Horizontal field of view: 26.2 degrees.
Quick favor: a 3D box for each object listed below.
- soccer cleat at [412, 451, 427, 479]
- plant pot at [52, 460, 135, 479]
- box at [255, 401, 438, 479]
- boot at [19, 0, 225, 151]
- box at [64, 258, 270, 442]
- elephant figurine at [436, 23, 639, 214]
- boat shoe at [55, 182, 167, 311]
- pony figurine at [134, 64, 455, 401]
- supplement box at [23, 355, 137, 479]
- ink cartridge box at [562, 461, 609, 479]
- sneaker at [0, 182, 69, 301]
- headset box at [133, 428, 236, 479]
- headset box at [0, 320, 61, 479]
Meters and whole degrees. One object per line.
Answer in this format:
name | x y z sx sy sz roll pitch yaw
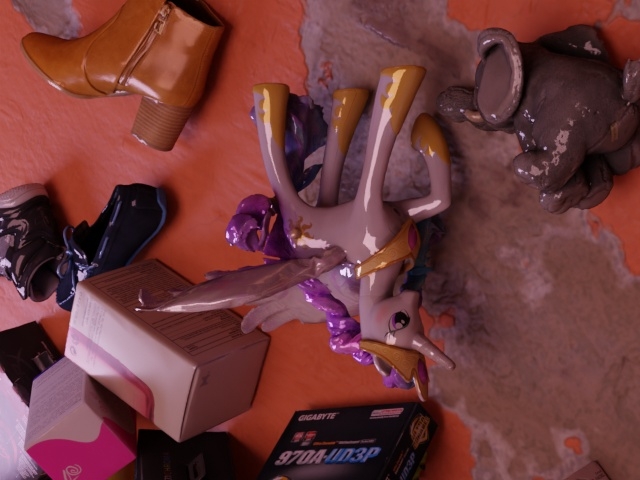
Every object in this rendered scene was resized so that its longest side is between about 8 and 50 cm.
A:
soccer cleat | 0.069 0.302 1.731 0.179 0.060 0.072 -53 52 34
plant pot | -0.326 0.353 2.036 0.134 0.134 0.095 22 91 33
box | 0.019 0.283 1.679 0.220 0.175 0.051 -11 128 45
boot | -0.259 -0.275 1.820 0.295 0.104 0.211 35 117 22
box | -0.209 0.143 1.853 0.232 0.148 0.127 32 121 29
elephant figurine | 0.219 -0.156 1.424 0.186 0.169 0.239 -41 56 10
boat shoe | -0.313 -0.001 1.925 0.258 0.089 0.109 -51 39 29
pony figurine | 0.000 0.000 1.590 0.350 0.302 0.364 -3 85 33
supplement box | -0.329 0.244 1.907 0.114 0.220 0.111 -37 109 4
ink cartridge box | 0.257 0.326 1.545 0.063 0.109 0.150 52 128 17
sneaker | -0.471 0.042 2.069 0.268 0.101 0.153 -43 72 36
headset box | -0.189 0.418 1.846 0.246 0.131 0.283 -111 27 -66
headset box | -0.469 0.284 2.132 0.218 0.110 0.293 52 128 16
